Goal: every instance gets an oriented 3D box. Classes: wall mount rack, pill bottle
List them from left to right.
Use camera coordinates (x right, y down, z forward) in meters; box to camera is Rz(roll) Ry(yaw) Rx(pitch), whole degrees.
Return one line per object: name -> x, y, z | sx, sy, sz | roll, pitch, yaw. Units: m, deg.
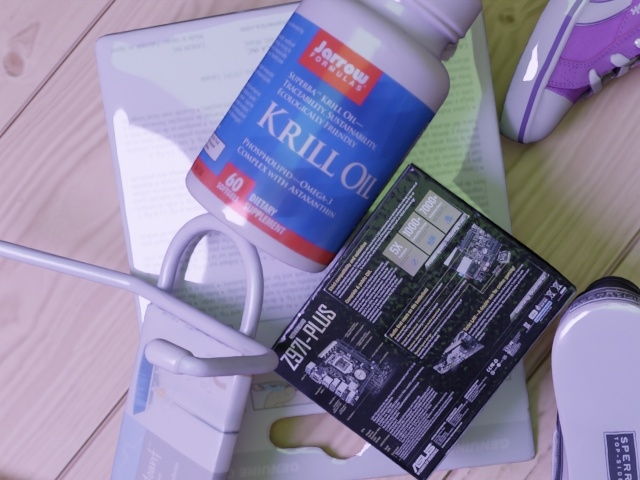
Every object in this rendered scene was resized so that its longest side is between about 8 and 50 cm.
wall mount rack -> -0.181, 0.132, 0.738 | 0.304, 0.130, 0.350 | 21, 101, 40
pill bottle -> 0.013, -0.098, 0.689 | 0.124, 0.124, 0.221 | 36, 98, 13

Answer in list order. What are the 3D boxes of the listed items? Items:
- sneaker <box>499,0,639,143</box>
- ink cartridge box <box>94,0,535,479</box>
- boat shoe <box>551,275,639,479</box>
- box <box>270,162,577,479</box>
sneaker -> 0.266, -0.168, 0.747 | 0.161, 0.102, 0.282 | 37, 103, 12
ink cartridge box -> 0.000, 0.000, 0.806 | 0.308, 0.091, 0.385 | -8, 95, 7
boat shoe -> 0.215, 0.175, 0.712 | 0.108, 0.102, 0.301 | -4, 100, 19
box -> 0.071, 0.057, 0.719 | 0.147, 0.077, 0.180 | 36, 97, 1
